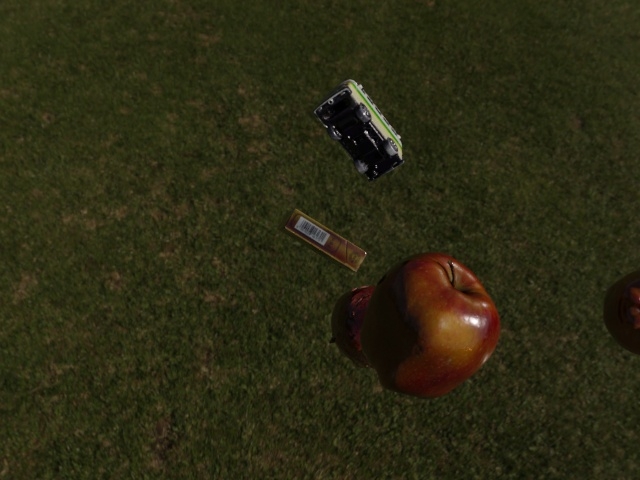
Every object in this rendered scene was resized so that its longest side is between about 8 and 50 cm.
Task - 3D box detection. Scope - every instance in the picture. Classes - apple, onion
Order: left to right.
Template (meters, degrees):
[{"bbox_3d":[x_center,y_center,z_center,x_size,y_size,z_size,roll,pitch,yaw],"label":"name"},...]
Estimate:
[{"bbox_3d":[0.165,0.253,1.633,0.276,0.276,0.276,6,49,-7],"label":"onion"},{"bbox_3d":[0.242,0.188,1.243,0.288,0.317,0.288,24,21,-10],"label":"apple"},{"bbox_3d":[0.830,0.183,1.409,0.233,0.234,0.234,6,49,-7],"label":"apple"}]

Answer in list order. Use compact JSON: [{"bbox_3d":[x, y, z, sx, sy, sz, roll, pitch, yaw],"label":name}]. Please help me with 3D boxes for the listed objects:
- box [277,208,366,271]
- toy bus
[{"bbox_3d":[0.000,0.000,1.588,0.240,0.159,0.071,32,82,-11],"label":"box"},{"bbox_3d":[0.129,-0.362,1.768,0.305,0.143,0.179,46,33,-24],"label":"toy bus"}]
